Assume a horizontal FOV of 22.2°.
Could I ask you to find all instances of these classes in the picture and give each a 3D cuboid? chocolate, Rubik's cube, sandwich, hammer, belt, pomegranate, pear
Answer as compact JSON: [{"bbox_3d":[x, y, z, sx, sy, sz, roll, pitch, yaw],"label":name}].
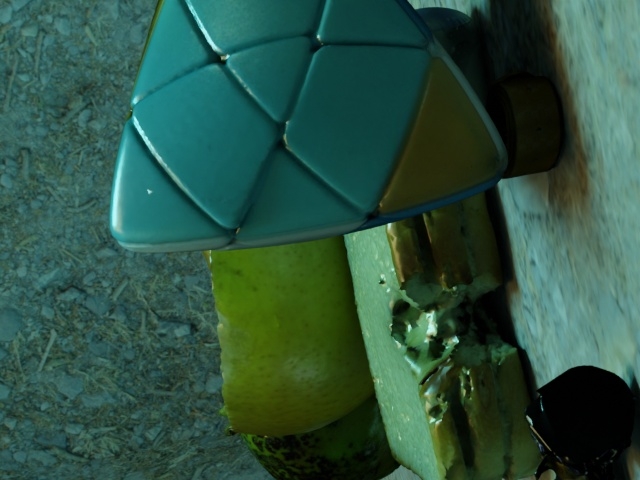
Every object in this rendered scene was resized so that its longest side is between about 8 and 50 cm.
[{"bbox_3d":[0.151,0.133,0.957,0.147,0.070,0.072,87,-162,-54],"label":"chocolate"},{"bbox_3d":[-0.011,-0.059,0.979,0.254,0.254,0.254,168,90,-85],"label":"Rubik's cube"},{"bbox_3d":[0.086,0.052,1.279,0.249,0.095,0.273,-152,50,-83],"label":"sandwich"},{"bbox_3d":[0.080,-0.120,1.188,0.194,0.069,0.116,-91,-9,-74],"label":"hammer"},{"bbox_3d":[0.119,-0.070,0.981,0.083,0.036,0.059,108,151,-76],"label":"belt"},{"bbox_3d":[-0.005,0.165,1.811,0.276,0.204,0.222,-164,57,-76],"label":"pomegranate"},{"bbox_3d":[0.000,0.000,1.526,0.340,0.191,0.386,-89,-3,-46],"label":"pear"}]

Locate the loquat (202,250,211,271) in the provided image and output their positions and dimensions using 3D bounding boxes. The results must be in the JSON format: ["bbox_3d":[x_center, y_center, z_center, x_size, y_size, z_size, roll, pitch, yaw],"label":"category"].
[{"bbox_3d":[-0.042,-0.017,1.879,0.238,0.193,0.238,-6,-90,-79],"label":"loquat"}]
